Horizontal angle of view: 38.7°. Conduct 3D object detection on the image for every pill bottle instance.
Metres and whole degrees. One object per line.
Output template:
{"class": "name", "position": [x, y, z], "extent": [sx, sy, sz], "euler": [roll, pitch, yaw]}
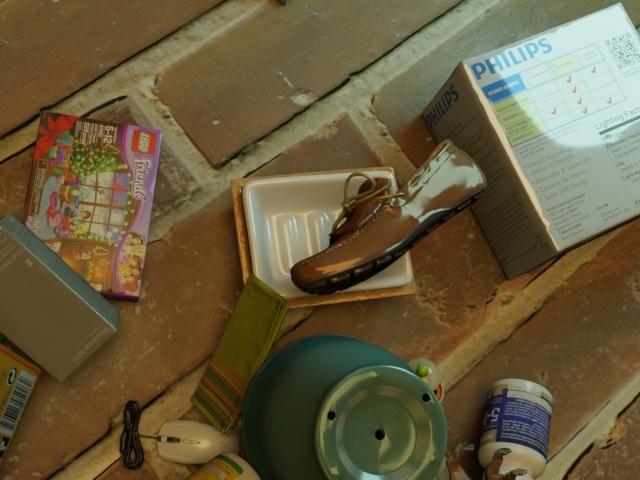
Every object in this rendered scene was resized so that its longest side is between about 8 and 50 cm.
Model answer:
{"class": "pill bottle", "position": [0.320, 0.335, 1.511], "extent": [0.112, 0.112, 0.186], "euler": [22, 55, -7]}
{"class": "pill bottle", "position": [-0.185, 0.408, 1.317], "extent": [0.208, 0.117, 0.117], "euler": [-31, 84, -35]}

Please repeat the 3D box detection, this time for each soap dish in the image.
{"class": "soap dish", "position": [0.000, 0.000, 1.545], "extent": [0.291, 0.118, 0.229], "euler": [-6, 77, -15]}

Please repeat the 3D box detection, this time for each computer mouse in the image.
{"class": "computer mouse", "position": [-0.220, 0.316, 1.446], "extent": [0.193, 0.042, 0.106], "euler": [8, 73, -11]}

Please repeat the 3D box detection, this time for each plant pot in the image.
{"class": "plant pot", "position": [0.044, 0.265, 1.282], "extent": [0.272, 0.255, 0.271], "euler": [2, 83, -15]}

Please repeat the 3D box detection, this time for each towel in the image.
{"class": "towel", "position": [-0.129, 0.178, 1.431], "extent": [0.021, 0.102, 0.237], "euler": [12, 107, -50]}

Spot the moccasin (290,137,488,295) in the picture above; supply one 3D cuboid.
{"class": "moccasin", "position": [0.099, -0.044, 1.445], "extent": [0.380, 0.139, 0.147], "euler": [-36, 85, -20]}

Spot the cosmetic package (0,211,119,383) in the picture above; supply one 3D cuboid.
{"class": "cosmetic package", "position": [-0.431, 0.086, 1.378], "extent": [0.127, 0.107, 0.238], "euler": [-45, 105, 3]}

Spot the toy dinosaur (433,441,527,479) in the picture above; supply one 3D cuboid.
{"class": "toy dinosaur", "position": [0.237, 0.423, 1.386], "extent": [0.296, 0.127, 0.200], "euler": [1, 93, 30]}

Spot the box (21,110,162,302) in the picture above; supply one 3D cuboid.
{"class": "box", "position": [-0.379, -0.056, 1.500], "extent": [0.201, 0.057, 0.293], "euler": [8, 74, -12]}

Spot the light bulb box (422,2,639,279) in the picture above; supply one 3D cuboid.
{"class": "light bulb box", "position": [0.436, -0.175, 1.640], "extent": [0.358, 0.225, 0.361], "euler": [-23, 81, -17]}

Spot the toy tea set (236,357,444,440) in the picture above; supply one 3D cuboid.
{"class": "toy tea set", "position": [0.041, 0.273, 1.451], "extent": [0.336, 0.124, 0.200], "euler": [-34, 63, -21]}

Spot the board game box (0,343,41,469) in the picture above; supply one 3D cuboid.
{"class": "board game box", "position": [-0.637, 0.244, 1.160], "extent": [0.356, 0.356, 0.356], "euler": [16, 72, 7]}

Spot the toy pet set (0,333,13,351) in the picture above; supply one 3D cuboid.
{"class": "toy pet set", "position": [-0.489, 0.211, 1.414], "extent": [0.122, 0.065, 0.114], "euler": [-31, 49, -22]}

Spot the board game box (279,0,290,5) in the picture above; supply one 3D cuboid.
{"class": "board game box", "position": [-0.052, -0.626, 1.714], "extent": [0.224, 0.097, 0.303], "euler": [39, 71, -1]}
